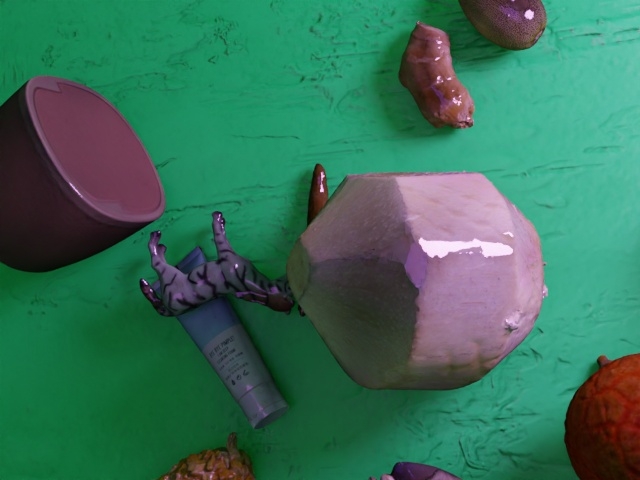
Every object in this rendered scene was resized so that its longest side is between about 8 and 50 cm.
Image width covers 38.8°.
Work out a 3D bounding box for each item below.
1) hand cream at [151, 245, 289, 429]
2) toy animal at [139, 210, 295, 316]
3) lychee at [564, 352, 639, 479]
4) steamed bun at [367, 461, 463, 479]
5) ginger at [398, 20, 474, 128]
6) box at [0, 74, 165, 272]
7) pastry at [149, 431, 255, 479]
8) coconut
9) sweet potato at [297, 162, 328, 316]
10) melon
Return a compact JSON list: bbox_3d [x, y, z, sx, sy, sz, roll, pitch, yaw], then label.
[{"bbox_3d":[-0.163,0.164,1.498,0.111,0.070,0.312,-38,70,12],"label":"hand cream"},{"bbox_3d":[-0.164,0.036,1.468,0.255,0.090,0.170,-4,71,7],"label":"toy animal"},{"bbox_3d":[0.457,0.261,1.223,0.255,0.300,0.255,-1,113,-2],"label":"lychee"},{"bbox_3d":[0.159,0.428,1.287,0.320,0.275,0.206,18,78,-19],"label":"steamed bun"},{"bbox_3d":[0.177,-0.254,1.410,0.095,0.069,0.190,-22,79,-8],"label":"ginger"},{"bbox_3d":[-0.429,-0.092,1.467,0.216,0.301,0.301,-33,78,17],"label":"box"},{"bbox_3d":[-0.217,0.404,1.442,0.250,0.154,0.102,-32,77,15],"label":"pastry"},{"bbox_3d":[0.122,0.054,1.290,0.353,0.352,0.352,-1,86,16],"label":"coconut"},{"bbox_3d":[0.001,-0.002,1.449,0.059,0.069,0.249,4,87,-24],"label":"sweet potato"},{"bbox_3d":[0.270,-0.355,1.374,0.099,0.099,0.162,-46,71,9],"label":"melon"}]
